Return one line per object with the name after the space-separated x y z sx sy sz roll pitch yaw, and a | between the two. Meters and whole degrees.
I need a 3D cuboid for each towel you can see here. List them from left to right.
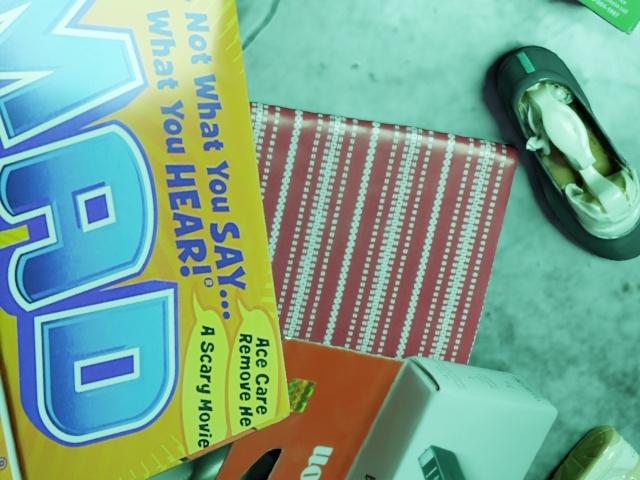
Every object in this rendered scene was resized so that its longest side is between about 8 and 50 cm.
0.000 0.000 1.312 0.275 0.031 0.199 8 106 -15 | towel

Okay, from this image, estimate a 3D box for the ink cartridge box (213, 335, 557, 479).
0.025 0.215 1.334 0.239 0.060 0.275 12 111 -37 | ink cartridge box

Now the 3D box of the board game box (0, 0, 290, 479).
-0.279 -0.047 1.008 0.356 0.356 0.356 -20 115 -30 | board game box

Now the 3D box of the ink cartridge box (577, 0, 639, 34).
0.211 -0.276 1.215 0.153 0.087 0.208 32 102 -19 | ink cartridge box

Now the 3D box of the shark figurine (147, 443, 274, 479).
-0.174 0.252 1.329 0.166 0.116 0.278 31 99 -17 | shark figurine

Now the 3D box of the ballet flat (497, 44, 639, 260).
0.197 -0.055 1.304 0.074 0.074 0.203 -33 112 3 | ballet flat

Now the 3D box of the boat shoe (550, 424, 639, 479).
0.201 0.231 1.414 0.059 0.063 0.170 39 99 -14 | boat shoe
